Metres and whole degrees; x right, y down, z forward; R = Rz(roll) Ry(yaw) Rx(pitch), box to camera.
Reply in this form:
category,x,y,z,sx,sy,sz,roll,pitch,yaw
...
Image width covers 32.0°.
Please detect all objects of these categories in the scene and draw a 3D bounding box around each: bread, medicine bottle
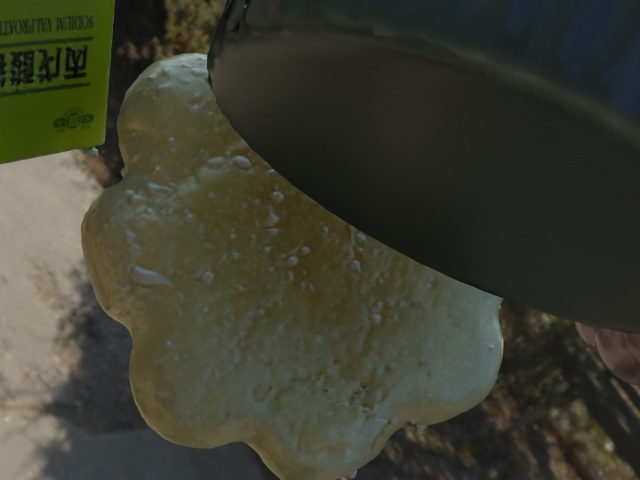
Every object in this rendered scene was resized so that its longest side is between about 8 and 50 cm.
category,x,y,z,sx,sy,sz,roll,pitch,yaw
bread,0.000,0.000,0.726,0.316,0.316,0.054,49,-16,-3
medicine bottle,-0.217,-0.178,0.693,0.141,0.250,0.137,26,30,34

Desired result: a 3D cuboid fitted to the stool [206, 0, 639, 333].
category,x,y,z,sx,sy,sz,roll,pitch,yaw
stool,0.129,-0.157,0.484,0.297,0.330,0.297,25,-13,6

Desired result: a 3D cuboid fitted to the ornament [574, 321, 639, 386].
category,x,y,z,sx,sy,sz,roll,pitch,yaw
ornament,0.338,0.056,1.080,0.177,0.177,0.177,43,20,-19
